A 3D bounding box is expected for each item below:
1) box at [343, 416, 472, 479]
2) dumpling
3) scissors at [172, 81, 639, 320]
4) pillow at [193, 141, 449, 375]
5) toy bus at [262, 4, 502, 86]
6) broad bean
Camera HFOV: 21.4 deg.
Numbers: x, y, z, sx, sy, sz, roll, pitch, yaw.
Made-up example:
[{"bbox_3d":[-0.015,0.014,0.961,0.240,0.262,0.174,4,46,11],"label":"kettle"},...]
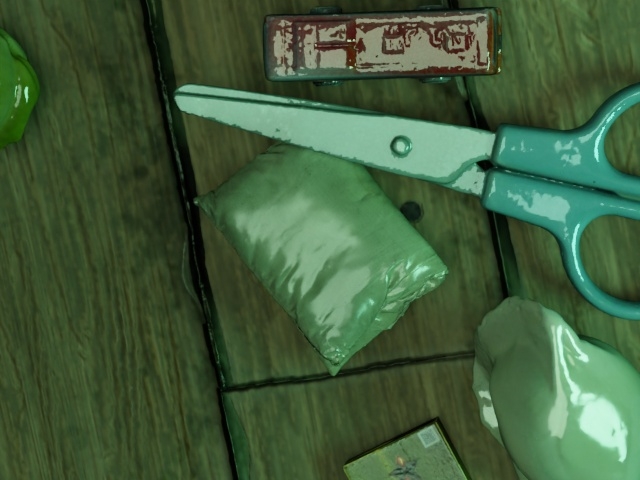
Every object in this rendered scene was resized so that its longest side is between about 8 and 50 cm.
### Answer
[{"bbox_3d":[0.089,0.225,1.414,0.090,0.023,0.133,-29,92,11],"label":"box"},{"bbox_3d":[0.187,0.145,1.345,0.151,0.124,0.228,-15,106,50],"label":"dumpling"},{"bbox_3d":[0.103,-0.066,1.331,0.447,0.029,0.192,12,99,-2],"label":"scissors"},{"bbox_3d":[0.000,0.000,1.373,0.134,0.078,0.181,-41,85,6],"label":"pillow"},{"bbox_3d":[0.046,-0.156,1.341,0.192,0.077,0.065,-1,94,9],"label":"toy bus"},{"bbox_3d":[-0.318,-0.122,1.416,0.175,0.082,0.124,-12,95,22],"label":"broad bean"}]
